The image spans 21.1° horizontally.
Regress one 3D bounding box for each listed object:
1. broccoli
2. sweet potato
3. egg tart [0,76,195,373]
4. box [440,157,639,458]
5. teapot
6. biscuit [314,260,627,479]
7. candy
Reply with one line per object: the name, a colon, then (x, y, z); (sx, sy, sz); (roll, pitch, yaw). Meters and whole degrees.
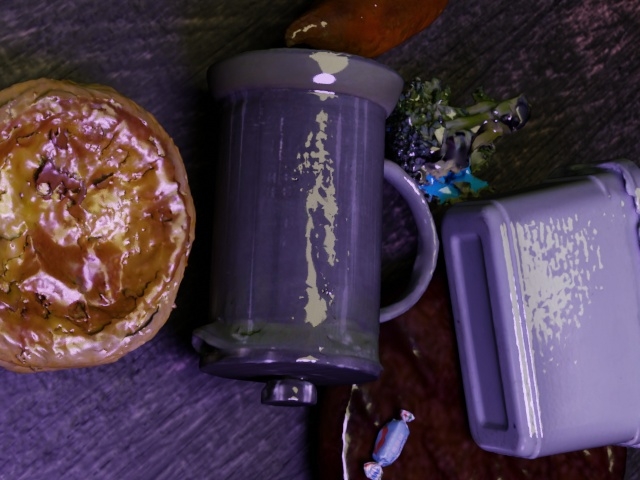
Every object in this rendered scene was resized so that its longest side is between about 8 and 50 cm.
broccoli: (0.151, -0.115, 1.861); (0.167, 0.160, 0.155); (42, 43, -43)
sweet potato: (0.067, -0.261, 1.852); (0.359, 0.112, 0.112); (-32, 104, -47)
egg tart: (-0.257, -0.012, 1.631); (0.290, 0.115, 0.290); (1, 89, -31)
box: (0.244, 0.080, 1.811); (0.182, 0.175, 0.312); (-9, 93, -25)
teapot: (0.000, 0.000, 1.723); (0.270, 0.200, 0.337); (10, 77, -33)
biscuit: (0.166, 0.221, 1.896); (0.407, 0.091, 0.407); (3, 85, -34)
candy: (0.069, 0.209, 1.768); (0.030, 0.020, 0.083); (41, 66, -27)
